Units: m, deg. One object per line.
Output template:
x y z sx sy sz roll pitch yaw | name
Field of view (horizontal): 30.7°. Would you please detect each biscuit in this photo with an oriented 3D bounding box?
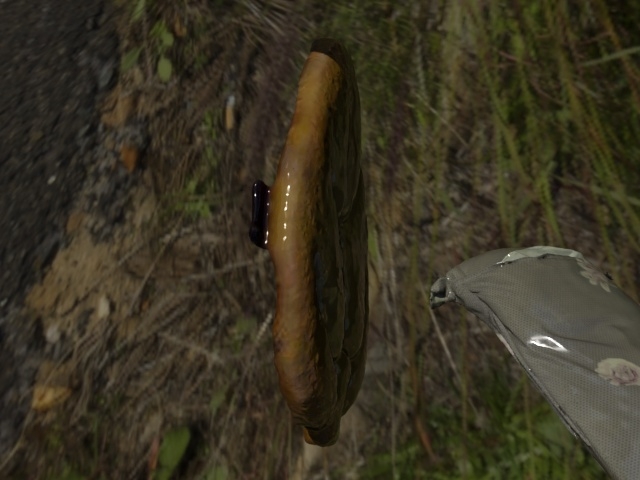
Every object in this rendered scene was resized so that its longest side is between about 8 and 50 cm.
0.005 0.000 0.738 0.041 0.203 0.260 0 85 16 | biscuit

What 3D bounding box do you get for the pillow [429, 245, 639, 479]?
0.197 0.080 0.781 0.169 0.255 0.059 1 124 -35 | pillow
